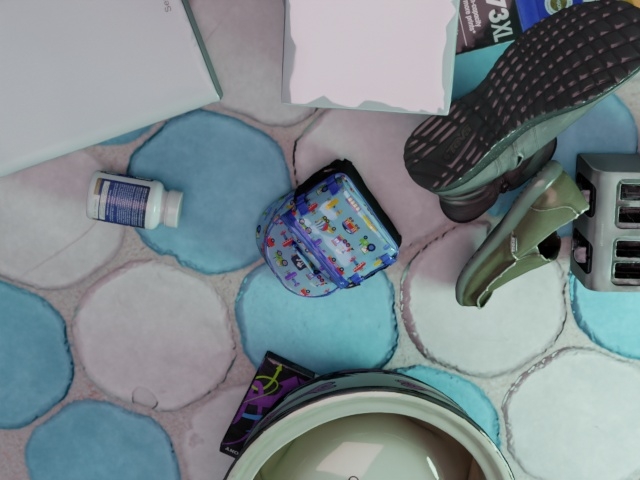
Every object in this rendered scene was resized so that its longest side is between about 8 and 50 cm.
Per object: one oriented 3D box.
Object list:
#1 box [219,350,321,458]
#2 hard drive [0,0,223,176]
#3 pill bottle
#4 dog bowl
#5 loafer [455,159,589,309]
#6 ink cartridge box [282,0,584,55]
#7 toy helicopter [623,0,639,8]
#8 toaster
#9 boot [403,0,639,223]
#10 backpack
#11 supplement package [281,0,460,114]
[{"bbox_3d":[-0.057,0.249,1.819,0.116,0.029,0.162,25,107,-5],"label":"box"},{"bbox_3d":[-0.331,-0.234,1.680,0.353,0.047,0.233,-18,105,7],"label":"hard drive"},{"bbox_3d":[-0.245,-0.051,1.719,0.120,0.067,0.067,10,106,0],"label":"pill bottle"},{"bbox_3d":[0.059,0.354,1.764,0.408,0.150,0.408,-1,110,-3],"label":"dog bowl"},{"bbox_3d":[0.256,0.011,1.665,0.087,0.094,0.251,38,132,8],"label":"loafer"},{"bbox_3d":[0.138,-0.315,1.631,0.371,0.069,0.175,-15,105,4],"label":"ink cartridge box"},{"bbox_3d":[0.305,-0.366,1.542,0.235,0.140,0.355,-30,99,2],"label":"toy helicopter"},{"bbox_3d":[0.418,-0.021,1.677,0.186,0.110,0.168,1,107,2],"label":"toaster"},{"bbox_3d":[0.263,-0.156,1.597,0.338,0.223,0.118,-31,72,13],"label":"boot"},{"bbox_3d":[0.000,0.000,1.700,0.173,0.117,0.158,-31,102,14],"label":"backpack"},{"bbox_3d":[0.057,-0.242,1.517,0.194,0.203,0.149,4,107,2],"label":"supplement package"}]
